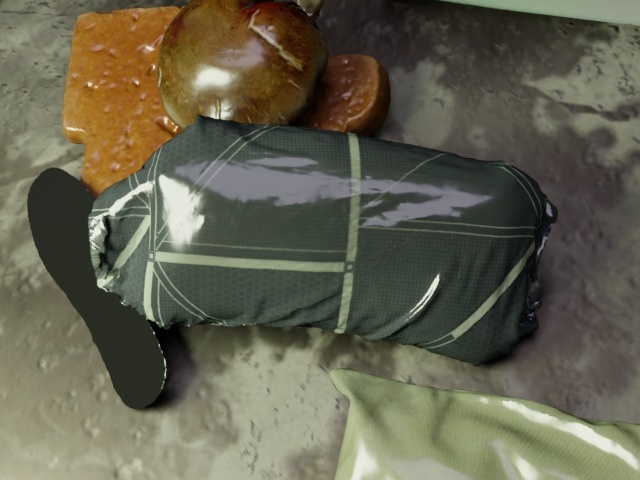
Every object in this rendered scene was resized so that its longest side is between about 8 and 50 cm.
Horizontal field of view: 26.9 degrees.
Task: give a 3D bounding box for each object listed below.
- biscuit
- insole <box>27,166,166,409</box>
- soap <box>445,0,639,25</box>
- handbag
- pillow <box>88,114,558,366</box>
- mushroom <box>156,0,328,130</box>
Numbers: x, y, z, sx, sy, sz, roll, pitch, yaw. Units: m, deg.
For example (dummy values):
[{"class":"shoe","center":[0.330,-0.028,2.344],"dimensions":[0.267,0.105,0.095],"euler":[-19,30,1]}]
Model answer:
[{"class":"biscuit","center":[-0.100,-0.096,1.104],"dimensions":[0.284,0.043,0.306],"euler":[-42,64,-13]},{"class":"insole","center":[-0.175,0.031,1.040],"dimensions":[0.080,0.003,0.232],"euler":[-48,58,25]},{"class":"soap","center":[0.189,-0.265,1.088],"dimensions":[0.289,0.173,0.095],"euler":[10,63,14]},{"class":"handbag","center":[0.096,0.246,0.815],"dimensions":[0.253,0.109,0.316],"euler":[6,73,19]},{"class":"pillow","center":[0.000,0.000,0.972],"dimensions":[0.335,0.092,0.161],"euler":[7,93,-1]},{"class":"mushroom","center":[-0.053,-0.153,1.058],"dimensions":[0.135,0.080,0.170],"euler":[35,75,13]}]
